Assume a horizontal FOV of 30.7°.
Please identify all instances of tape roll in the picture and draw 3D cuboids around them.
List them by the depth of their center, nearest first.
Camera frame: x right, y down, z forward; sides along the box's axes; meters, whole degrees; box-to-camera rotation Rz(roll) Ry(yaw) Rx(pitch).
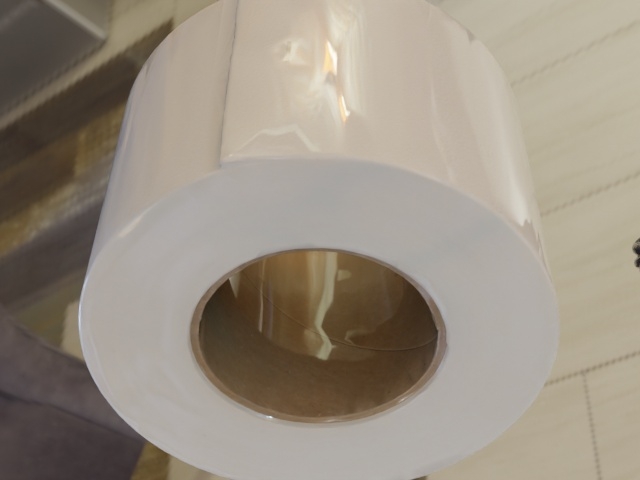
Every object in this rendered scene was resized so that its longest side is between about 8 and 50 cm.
[{"bbox_3d":[0.000,0.000,0.651,0.246,0.246,0.169,-32,32,25],"label":"tape roll"}]

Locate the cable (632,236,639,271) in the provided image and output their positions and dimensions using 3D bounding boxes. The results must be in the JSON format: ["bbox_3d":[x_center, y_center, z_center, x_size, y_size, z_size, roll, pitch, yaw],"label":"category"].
[{"bbox_3d":[0.226,-0.043,0.659,0.184,0.047,0.150,-49,1,-29],"label":"cable"}]
